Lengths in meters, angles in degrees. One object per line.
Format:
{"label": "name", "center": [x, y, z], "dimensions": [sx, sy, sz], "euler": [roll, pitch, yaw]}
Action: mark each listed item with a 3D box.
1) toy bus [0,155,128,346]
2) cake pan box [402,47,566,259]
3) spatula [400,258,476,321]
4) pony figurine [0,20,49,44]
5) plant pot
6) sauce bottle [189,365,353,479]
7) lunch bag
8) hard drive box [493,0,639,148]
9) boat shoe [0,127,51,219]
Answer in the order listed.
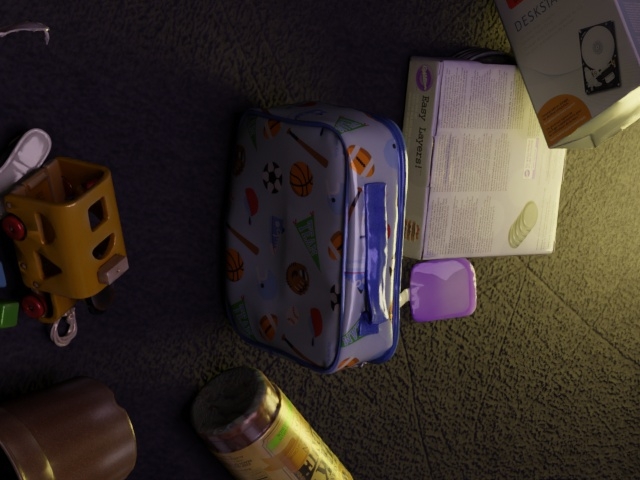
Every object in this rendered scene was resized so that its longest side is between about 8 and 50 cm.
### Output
{"label": "toy bus", "center": [-0.253, 0.016, 1.851], "dimensions": [0.202, 0.104, 0.191], "euler": [26, 78, -60]}
{"label": "cake pan box", "center": [0.209, -0.110, 2.264], "dimensions": [0.246, 0.070, 0.266], "euler": [-5, 104, -41]}
{"label": "spatula", "center": [0.077, 0.081, 2.224], "dimensions": [0.296, 0.030, 0.084], "euler": [-14, 108, -37]}
{"label": "pony figurine", "center": [-0.453, -0.158, 1.593], "dimensions": [0.351, 0.303, 0.363], "euler": [-7, 120, -30]}
{"label": "plant pot", "center": [-0.294, 0.229, 1.873], "dimensions": [0.165, 0.167, 0.167], "euler": [-23, 115, -42]}
{"label": "sauce bottle", "center": [-0.025, 0.290, 2.140], "dimensions": [0.111, 0.111, 0.344], "euler": [-52, 129, -18]}
{"label": "lunch bag", "center": [0.000, 0.000, 1.998], "dimensions": [0.115, 0.243, 0.303], "euler": [-9, 106, -38]}
{"label": "hard drive box", "center": [0.329, -0.254, 2.189], "dimensions": [0.089, 0.181, 0.232], "euler": [-3, 66, -39]}
{"label": "boat shoe", "center": [-0.328, -0.064, 1.843], "dimensions": [0.046, 0.038, 0.125], "euler": [38, 74, -20]}
